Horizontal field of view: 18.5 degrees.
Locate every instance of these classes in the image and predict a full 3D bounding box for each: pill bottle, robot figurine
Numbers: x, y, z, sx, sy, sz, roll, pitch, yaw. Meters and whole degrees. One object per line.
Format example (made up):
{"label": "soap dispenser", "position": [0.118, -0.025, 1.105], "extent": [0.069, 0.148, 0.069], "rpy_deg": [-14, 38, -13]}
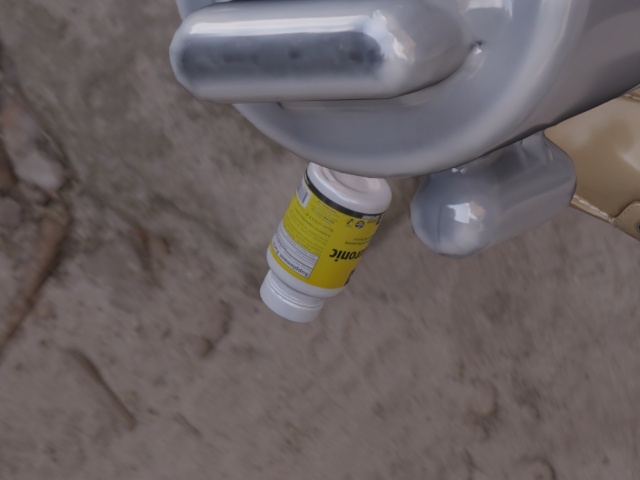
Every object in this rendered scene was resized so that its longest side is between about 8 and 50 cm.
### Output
{"label": "pill bottle", "position": [0.000, 0.000, 1.411], "extent": [0.065, 0.065, 0.116], "rpy_deg": [39, 121, 20]}
{"label": "robot figurine", "position": [0.069, -0.145, 0.884], "extent": [0.200, 0.353, 0.299], "rpy_deg": [5, 105, 31]}

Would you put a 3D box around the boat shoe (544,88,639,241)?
{"label": "boat shoe", "position": [0.265, -0.042, 1.337], "extent": [0.341, 0.110, 0.121], "rpy_deg": [17, 111, -5]}
